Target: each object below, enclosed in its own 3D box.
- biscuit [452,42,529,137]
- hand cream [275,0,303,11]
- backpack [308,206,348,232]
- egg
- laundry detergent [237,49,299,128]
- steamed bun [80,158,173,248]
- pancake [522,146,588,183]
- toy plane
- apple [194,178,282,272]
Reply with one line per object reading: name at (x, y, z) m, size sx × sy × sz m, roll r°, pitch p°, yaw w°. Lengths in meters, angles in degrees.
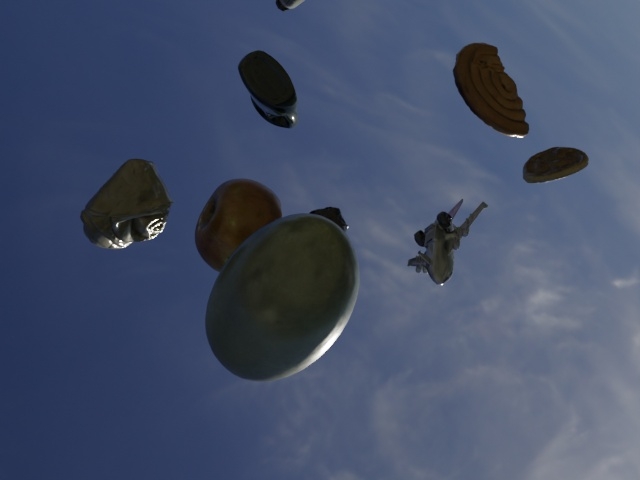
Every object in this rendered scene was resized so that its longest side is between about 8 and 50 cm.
biscuit at (0.326, -0.306, 1.539) m, size 0.145 × 0.033 × 0.224 m, roll 3°, pitch -119°, yaw -30°
hand cream at (-0.026, -0.579, 1.728) m, size 0.080 × 0.234 × 0.050 m, roll 48°, pitch -126°, yaw -13°
backpack at (-0.002, 0.000, 1.813) m, size 0.120 × 0.165 × 0.105 m, roll -17°, pitch -116°, yaw -35°
egg at (-0.072, 0.110, 1.493) m, size 0.258 × 0.352 × 0.258 m, roll 39°, pitch -165°, yaw -13°
laundry detergent at (-0.090, -0.270, 1.503) m, size 0.144 × 0.078 × 0.221 m, roll 49°, pitch 175°, yaw 10°
steamed bun at (-0.409, -0.060, 1.719) m, size 0.144 × 0.218 × 0.211 m, roll 43°, pitch 171°, yaw 4°
pancake at (0.525, -0.171, 1.762) m, size 0.028 × 0.158 × 0.158 m, roll 68°, pitch -152°, yaw -24°
toy plane at (0.177, 0.006, 1.159) m, size 0.065 × 0.162 × 0.171 m, roll 42°, pitch -146°, yaw -8°
apple at (-0.182, -0.024, 1.873) m, size 0.208 × 0.237 × 0.236 m, roll 24°, pitch -139°, yaw -26°
